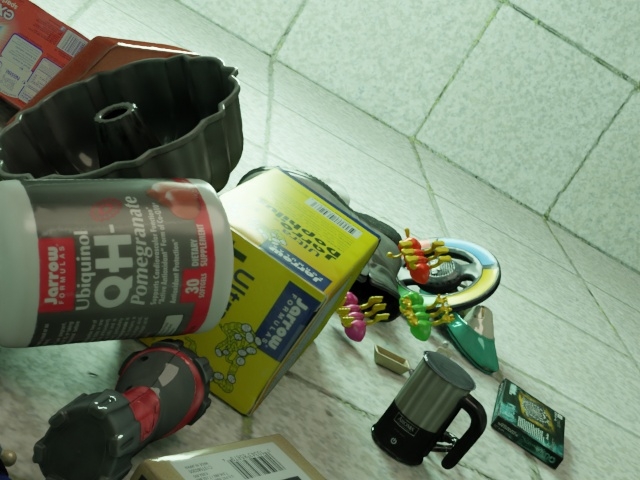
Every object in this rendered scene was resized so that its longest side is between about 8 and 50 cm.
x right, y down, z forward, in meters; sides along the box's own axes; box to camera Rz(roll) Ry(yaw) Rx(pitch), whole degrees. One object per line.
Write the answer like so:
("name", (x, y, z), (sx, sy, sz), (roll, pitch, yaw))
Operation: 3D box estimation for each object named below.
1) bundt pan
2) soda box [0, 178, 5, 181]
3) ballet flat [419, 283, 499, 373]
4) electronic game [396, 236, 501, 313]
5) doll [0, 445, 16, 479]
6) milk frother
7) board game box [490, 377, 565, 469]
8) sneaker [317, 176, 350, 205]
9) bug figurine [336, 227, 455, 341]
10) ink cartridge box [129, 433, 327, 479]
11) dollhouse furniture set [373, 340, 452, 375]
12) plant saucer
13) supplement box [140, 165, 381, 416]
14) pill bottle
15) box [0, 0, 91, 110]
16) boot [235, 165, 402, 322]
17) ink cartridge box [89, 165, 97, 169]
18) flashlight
("bundt pan", (-0.244, -0.110, 1.453), (0.331, 0.331, 0.124), (-117, -170, -59))
("soda box", (-0.457, -0.107, 1.526), (0.181, 0.058, 0.061), (24, 19, -25))
("ballet flat", (0.264, 0.138, 2.089), (0.083, 0.087, 0.247), (21, 21, -39))
("electronic game", (0.217, 0.062, 2.101), (0.229, 0.048, 0.229), (-5, 34, 3))
("doll", (-0.296, 0.205, 0.960), (0.189, 0.046, 0.129), (40, 17, 20))
("milk frother", (0.161, 0.230, 1.561), (0.129, 0.134, 0.143), (34, 17, 1))
("board game box", (0.345, 0.299, 1.889), (0.126, 0.026, 0.186), (34, 17, 5))
("sneaker", (-0.017, -0.067, 2.192), (0.235, 0.090, 0.095), (5, 45, -51))
("bug figurine", (0.087, 0.068, 1.843), (0.279, 0.072, 0.216), (2, 53, -26))
("ink cartridge box", (-0.059, 0.287, 1.090), (0.193, 0.088, 0.235), (40, 17, 25))
("dollhouse furniture set", (0.147, 0.182, 1.762), (0.114, 0.081, 0.091), (28, 17, -17))
("plant saucer", (-0.335, -0.217, 1.702), (0.047, 0.258, 0.259), (55, 21, 9))
("supplement box", (-0.076, 0.052, 1.529), (0.195, 0.194, 0.356), (34, 17, 5))
("pill bottle", (-0.268, 0.022, 1.211), (0.318, 0.176, 0.176), (-3, 34, -29))
("box", (-0.508, -0.314, 1.802), (0.300, 0.154, 0.142), (32, -4, -1))
("boot", (0.000, 0.000, 1.976), (0.338, 0.118, 0.222), (23, 28, -6))
("ink cartridge box", (-0.282, -0.076, 1.701), (0.153, 0.087, 0.208), (28, 18, -14))
("flashlight", (-0.182, 0.163, 1.111), (0.304, 0.103, 0.103), (-12, 80, -83))
